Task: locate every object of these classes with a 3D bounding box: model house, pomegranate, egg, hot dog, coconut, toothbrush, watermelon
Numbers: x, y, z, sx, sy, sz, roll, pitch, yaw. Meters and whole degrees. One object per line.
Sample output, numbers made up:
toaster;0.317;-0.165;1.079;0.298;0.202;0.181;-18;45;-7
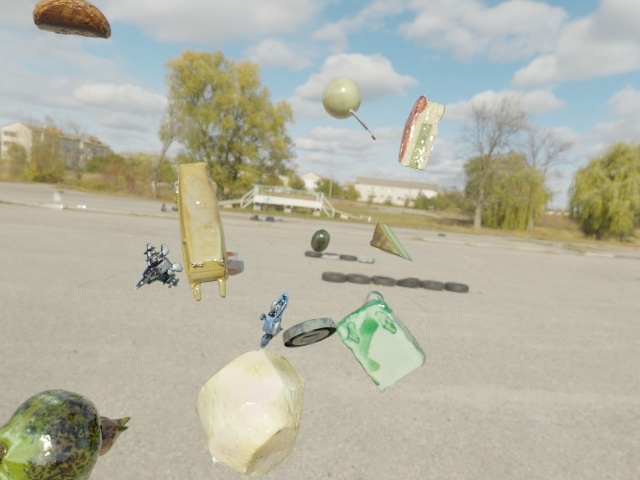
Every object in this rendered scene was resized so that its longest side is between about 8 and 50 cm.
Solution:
model house;0.217;0.310;1.490;0.194;0.267;0.325;-38;-1;13
pomegranate;-0.573;0.444;0.940;0.203;0.222;0.276;12;-8;-1
egg;0.102;-0.680;2.045;0.188;0.189;0.254;6;5;-4
hot dog;-0.808;-0.725;1.391;0.226;0.099;0.160;4;0;-23
coconut;-0.203;0.497;1.282;0.352;0.353;0.352;6;6;-1
toothbrush;0.169;-0.445;1.645;0.017;0.014;0.194;-15;-32;32
watermelon;0.000;0.000;1.699;0.078;0.111;0.078;11;43;-10
watermelon;-0.299;0.084;1.410;0.092;0.085;0.072;31;45;8

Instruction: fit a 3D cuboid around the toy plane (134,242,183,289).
toy plane;-0.521;0.096;1.346;0.078;0.169;0.246;-29;13;6

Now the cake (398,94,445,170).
cake;0.280;-0.307;1.164;0.086;0.117;0.221;19;50;0

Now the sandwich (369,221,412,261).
sandwich;0.211;0.003;1.201;0.116;0.074;0.074;21;0;41

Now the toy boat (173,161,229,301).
toy boat;-0.251;-0.024;0.891;0.089;0.310;0.115;-10;-25;-15

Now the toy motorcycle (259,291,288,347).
toy motorcycle;-0.203;0.353;1.882;0.092;0.255;0.135;23;15;18

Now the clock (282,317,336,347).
clock;-0.043;0.358;1.642;0.214;0.042;0.215;-15;-27;-8
